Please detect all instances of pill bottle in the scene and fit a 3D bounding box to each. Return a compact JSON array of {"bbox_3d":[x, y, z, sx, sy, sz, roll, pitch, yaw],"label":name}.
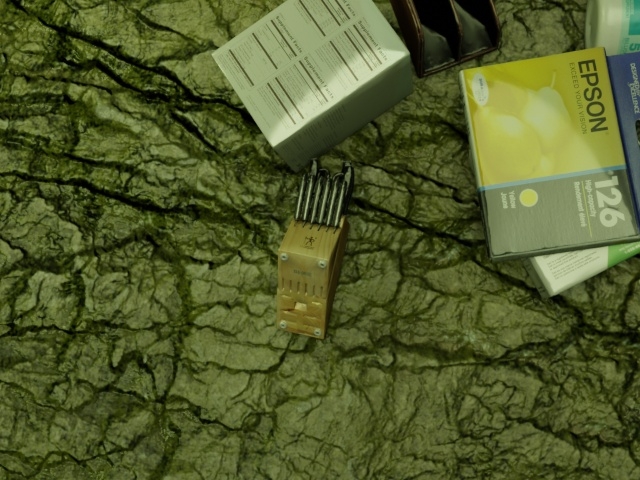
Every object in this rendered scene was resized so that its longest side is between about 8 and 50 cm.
[{"bbox_3d":[0.580,-0.358,1.260,0.264,0.146,0.146,0,84,8],"label":"pill bottle"}]

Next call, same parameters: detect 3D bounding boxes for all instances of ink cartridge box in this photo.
[{"bbox_3d":[0.396,-0.072,1.270,0.201,0.117,0.278,-28,81,4],"label":"ink cartridge box"},{"bbox_3d":[0.390,-0.138,1.186,0.307,0.072,0.304,-9,81,9],"label":"ink cartridge box"}]

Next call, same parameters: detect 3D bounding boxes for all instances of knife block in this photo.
[{"bbox_3d":[0.000,0.000,1.350,0.088,0.242,0.276,12,131,10],"label":"knife block"}]

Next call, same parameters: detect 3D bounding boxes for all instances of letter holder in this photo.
[{"bbox_3d":[0.184,-0.466,1.295,0.152,0.214,0.302,-20,81,6],"label":"letter holder"}]

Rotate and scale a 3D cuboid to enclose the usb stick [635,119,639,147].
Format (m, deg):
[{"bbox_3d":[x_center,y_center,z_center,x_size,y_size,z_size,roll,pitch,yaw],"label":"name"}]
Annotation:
[{"bbox_3d":[0.546,-0.172,1.296,0.077,0.045,0.278,-42,80,4],"label":"usb stick"}]

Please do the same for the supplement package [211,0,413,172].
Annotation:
[{"bbox_3d":[-0.005,-0.285,1.310,0.262,0.199,0.198,-34,80,3],"label":"supplement package"}]
